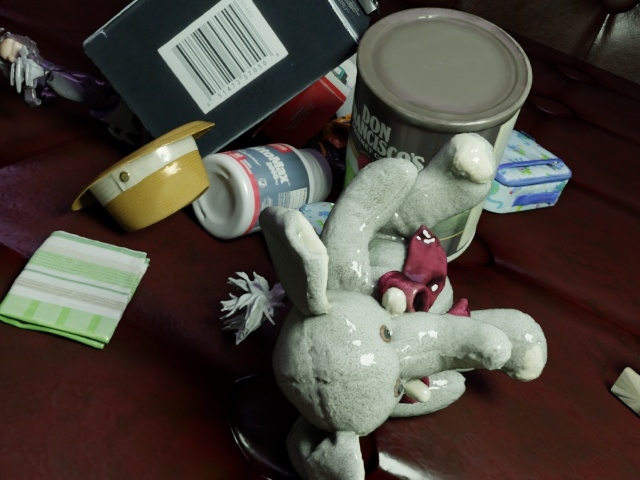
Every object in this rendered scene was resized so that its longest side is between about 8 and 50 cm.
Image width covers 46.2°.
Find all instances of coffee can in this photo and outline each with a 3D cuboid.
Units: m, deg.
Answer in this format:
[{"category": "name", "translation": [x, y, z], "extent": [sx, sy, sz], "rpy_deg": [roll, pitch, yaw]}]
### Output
[{"category": "coffee can", "translation": [0.133, -0.122, 0.960], "extent": [0.201, 0.275, 0.202], "rpy_deg": [2, 53, -3]}]

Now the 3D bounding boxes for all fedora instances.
[{"category": "fedora", "translation": [-0.194, -0.065, 0.878], "extent": [0.079, 0.194, 0.194], "rpy_deg": [58, 32, -7]}]

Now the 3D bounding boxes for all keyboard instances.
[{"category": "keyboard", "translation": [0.029, -0.403, 1.072], "extent": [0.180, 0.023, 0.108], "rpy_deg": [56, 18, -3]}]

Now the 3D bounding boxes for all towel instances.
[{"category": "towel", "translation": [-0.250, 0.048, 0.771], "extent": [0.113, 0.023, 0.152], "rpy_deg": [15, 32, -4]}]

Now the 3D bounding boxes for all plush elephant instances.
[{"category": "plush elephant", "translation": [0.055, 0.076, 0.672], "extent": [0.329, 0.272, 0.255], "rpy_deg": [-11, 17, 3]}]

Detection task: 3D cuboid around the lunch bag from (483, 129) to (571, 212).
[{"category": "lunch bag", "translation": [0.329, -0.126, 1.337], "extent": [0.218, 0.090, 0.176], "rpy_deg": [-8, 42, -38]}]

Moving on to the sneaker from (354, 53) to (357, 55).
[{"category": "sneaker", "translation": [0.105, -0.367, 1.597], "extent": [0.255, 0.094, 0.151], "rpy_deg": [31, 28, 17]}]

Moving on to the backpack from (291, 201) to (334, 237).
[{"category": "backpack", "translation": [0.000, 0.000, 0.932], "extent": [0.105, 0.084, 0.114], "rpy_deg": [-6, 36, -41]}]

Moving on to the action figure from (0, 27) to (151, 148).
[{"category": "action figure", "translation": [-0.363, -0.220, 1.044], "extent": [0.284, 0.099, 0.185], "rpy_deg": [20, 14, -16]}]

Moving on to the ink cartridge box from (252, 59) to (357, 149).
[{"category": "ink cartridge box", "translation": [-0.019, -0.227, 1.232], "extent": [0.078, 0.134, 0.231], "rpy_deg": [41, 29, -10]}]

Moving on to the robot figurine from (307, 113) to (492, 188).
[{"category": "robot figurine", "translation": [0.125, -0.125, 1.213], "extent": [0.291, 0.085, 0.211], "rpy_deg": [30, 30, 17]}]

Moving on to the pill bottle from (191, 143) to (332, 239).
[{"category": "pill bottle", "translation": [-0.071, -0.071, 0.984], "extent": [0.108, 0.108, 0.180], "rpy_deg": [36, 33, 27]}]

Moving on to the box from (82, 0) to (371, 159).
[{"category": "box", "translation": [-0.104, -0.311, 1.082], "extent": [0.212, 0.293, 0.395], "rpy_deg": [53, 18, -15]}]

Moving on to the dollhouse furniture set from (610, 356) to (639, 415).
[{"category": "dollhouse furniture set", "translation": [0.479, 0.159, 0.906], "extent": [0.183, 0.129, 0.129], "rpy_deg": [-7, 39, -40]}]

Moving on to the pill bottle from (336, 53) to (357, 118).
[{"category": "pill bottle", "translation": [0.176, -0.271, 1.409], "extent": [0.283, 0.161, 0.161], "rpy_deg": [-4, 37, -36]}]
